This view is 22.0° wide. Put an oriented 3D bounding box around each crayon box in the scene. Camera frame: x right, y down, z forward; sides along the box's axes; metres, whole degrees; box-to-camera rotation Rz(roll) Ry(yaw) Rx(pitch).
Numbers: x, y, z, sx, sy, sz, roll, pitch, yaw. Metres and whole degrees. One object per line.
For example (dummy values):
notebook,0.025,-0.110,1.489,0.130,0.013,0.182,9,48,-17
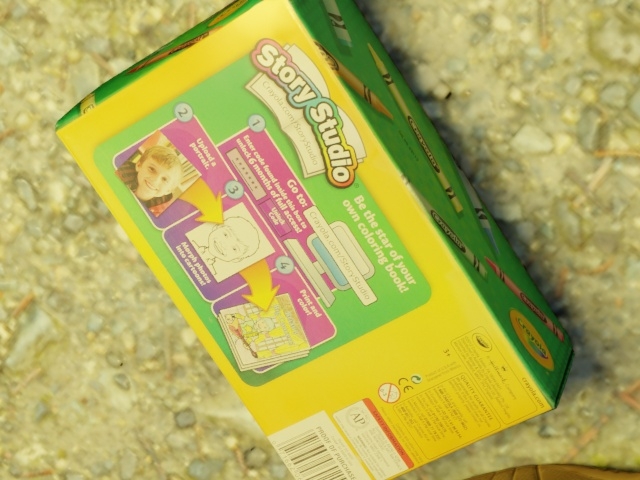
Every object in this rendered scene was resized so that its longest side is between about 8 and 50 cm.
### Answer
crayon box,0.000,0.000,0.932,0.165,0.081,0.278,-28,102,26

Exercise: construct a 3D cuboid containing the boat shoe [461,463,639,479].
boat shoe,0.172,0.187,0.951,0.277,0.098,0.096,-6,110,19
